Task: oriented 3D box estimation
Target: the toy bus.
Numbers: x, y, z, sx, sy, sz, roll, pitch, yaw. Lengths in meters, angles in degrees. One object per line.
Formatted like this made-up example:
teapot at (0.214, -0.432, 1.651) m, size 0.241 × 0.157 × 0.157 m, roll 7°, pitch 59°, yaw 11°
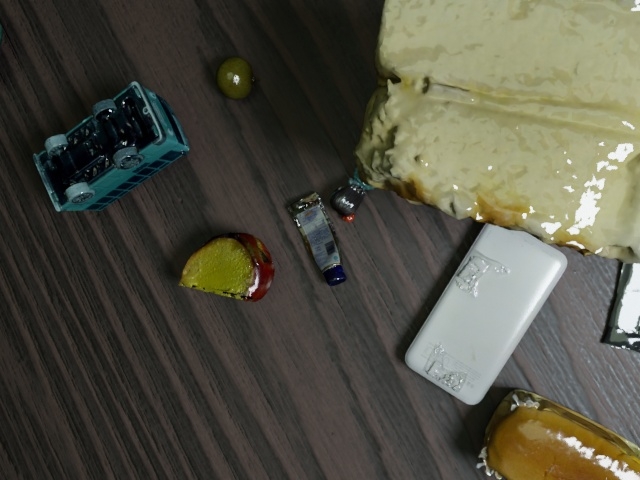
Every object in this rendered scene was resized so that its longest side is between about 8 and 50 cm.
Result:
toy bus at (-0.371, -0.162, 1.000) m, size 0.256 × 0.147 × 0.128 m, roll -29°, pitch 83°, yaw 17°

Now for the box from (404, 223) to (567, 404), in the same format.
box at (0.263, 0.114, 0.886) m, size 0.142 × 0.044 × 0.285 m, roll 32°, pitch 96°, yaw 11°

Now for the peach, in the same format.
peach at (-0.158, 0.056, 0.970) m, size 0.172 × 0.092 × 0.127 m, roll -19°, pitch 79°, yaw 25°

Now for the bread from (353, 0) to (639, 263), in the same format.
bread at (0.258, -0.162, 0.731) m, size 0.370 × 0.390 × 0.280 m, roll 16°, pitch 100°, yaw 12°

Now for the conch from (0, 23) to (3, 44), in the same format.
conch at (-0.730, -0.394, 1.102) m, size 0.196 × 0.134 × 0.202 m, roll -23°, pitch 84°, yaw 11°

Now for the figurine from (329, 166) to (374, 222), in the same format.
figurine at (0.063, -0.085, 0.944) m, size 0.060 × 0.047 × 0.106 m, roll 40°, pitch 93°, yaw -30°

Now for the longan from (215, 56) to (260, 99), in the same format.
longan at (-0.148, -0.292, 0.992) m, size 0.083 × 0.075 × 0.075 m, roll 1°, pitch 88°, yaw -27°

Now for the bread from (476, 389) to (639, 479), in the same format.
bread at (0.370, 0.333, 0.822) m, size 0.241 × 0.107 × 0.136 m, roll 27°, pitch 98°, yaw 14°

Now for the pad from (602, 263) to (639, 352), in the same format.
pad at (0.566, 0.108, 0.823) m, size 0.232 × 0.022 × 0.174 m, roll 13°, pitch 93°, yaw 15°

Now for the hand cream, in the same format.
hand cream at (0.000, 0.000, 0.962) m, size 0.062 × 0.039 × 0.163 m, roll -25°, pitch 77°, yaw 14°
